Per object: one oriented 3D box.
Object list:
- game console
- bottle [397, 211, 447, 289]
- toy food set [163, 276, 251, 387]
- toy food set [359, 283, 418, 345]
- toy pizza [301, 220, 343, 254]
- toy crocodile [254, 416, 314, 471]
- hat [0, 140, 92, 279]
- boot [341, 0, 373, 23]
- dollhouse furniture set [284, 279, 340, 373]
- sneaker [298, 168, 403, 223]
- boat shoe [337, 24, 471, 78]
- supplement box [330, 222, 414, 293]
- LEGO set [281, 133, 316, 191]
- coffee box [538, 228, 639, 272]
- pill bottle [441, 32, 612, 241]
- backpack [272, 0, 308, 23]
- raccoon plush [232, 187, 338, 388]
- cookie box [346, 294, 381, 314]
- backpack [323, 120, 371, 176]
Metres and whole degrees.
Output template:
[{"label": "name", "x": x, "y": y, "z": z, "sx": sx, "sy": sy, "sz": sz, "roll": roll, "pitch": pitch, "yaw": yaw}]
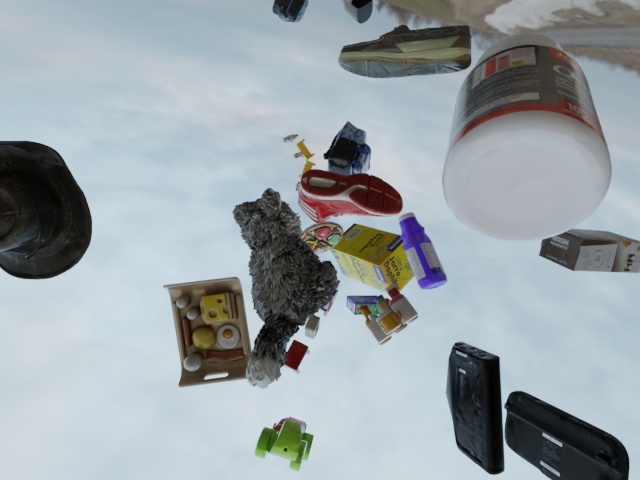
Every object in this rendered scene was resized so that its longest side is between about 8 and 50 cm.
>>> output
[{"label": "game console", "x": 0.329, "y": 0.317, "z": 0.690, "sx": 0.044, "sy": 0.212, "sz": 0.361, "roll": -5, "pitch": -177, "yaw": -17}, {"label": "bottle", "x": 0.358, "y": 0.035, "z": 1.483, "sx": 0.118, "sy": 0.092, "sz": 0.282, "roll": 6, "pitch": -121, "yaw": -50}, {"label": "toy food set", "x": -0.330, "y": 0.266, "z": 1.209, "sx": 0.220, "sy": 0.305, "sz": 0.092, "roll": -8, "pitch": -176, "yaw": -1}, {"label": "toy food set", "x": 0.149, "y": 0.162, "z": 0.944, "sx": 0.111, "sy": 0.232, "sz": 0.104, "roll": -33, "pitch": -110, "yaw": -4}, {"label": "toy pizza", "x": 0.000, "y": 0.000, "z": 1.623, "sx": 0.202, "sy": 0.201, "sz": 0.032, "roll": -3, "pitch": -130, "yaw": -28}, {"label": "toy crocodile", "x": -0.078, "y": 0.490, "z": 1.029, "sx": 0.115, "sy": 0.340, "sz": 0.105, "roll": 15, "pitch": -107, "yaw": 10}, {"label": "hat", "x": -0.644, "y": -0.048, "z": 0.822, "sx": 0.332, "sy": 0.331, "sz": 0.134, "roll": 19, "pitch": -163, "yaw": 6}, {"label": "boot", "x": 0.064, "y": -0.851, "z": 1.251, "sx": 0.096, "sy": 0.264, "sz": 0.280, "roll": -35, "pitch": -108, "yaw": -6}, {"label": "dollhouse furniture set", "x": -0.090, "y": 0.292, "z": 1.598, "sx": 0.202, "sy": 0.152, "sz": 0.374, "roll": 24, "pitch": -119, "yaw": 11}, {"label": "sneaker", "x": 0.057, "y": -0.084, "z": 0.893, "sx": 0.222, "sy": 0.128, "sz": 0.086, "roll": 16, "pitch": -114, "yaw": -6}, {"label": "boat shoe", "x": 0.142, "y": -0.327, "z": 0.703, "sx": 0.224, "sy": 0.073, "sz": 0.080, "roll": 7, "pitch": 180, "yaw": 18}, {"label": "supplement box", "x": 0.240, "y": 0.078, "z": 1.875, "sx": 0.195, "sy": 0.194, "sz": 0.357, "roll": -42, "pitch": -148, "yaw": -21}, {"label": "LEGO set", "x": -0.099, "y": -0.380, "z": 2.026, "sx": 0.132, "sy": 0.286, "sz": 0.107, "roll": -16, "pitch": -171, "yaw": -15}, {"label": "coffee box", "x": 0.816, "y": 0.028, "z": 1.237, "sx": 0.247, "sy": 0.098, "sz": 0.141, "roll": 3, "pitch": -164, "yaw": -17}, {"label": "pill bottle", "x": 0.322, "y": -0.188, "z": 0.670, "sx": 0.211, "sy": 0.210, "sz": 0.362, "roll": 19, "pitch": -132, "yaw": 5}, {"label": "backpack", "x": -0.104, "y": -0.794, "z": 1.395, "sx": 0.084, "sy": 0.104, "sz": 0.114, "roll": 14, "pitch": -161, "yaw": -46}, {"label": "raccoon plush", "x": -0.117, "y": 0.071, "z": 0.978, "sx": 0.216, "sy": 0.299, "sz": 0.446, "roll": -26, "pitch": -156, "yaw": 17}, {"label": "cookie box", "x": 0.148, "y": 0.209, "z": 1.332, "sx": 0.107, "sy": 0.040, "sz": 0.092, "roll": 2, "pitch": -171, "yaw": -14}, {"label": "backpack", "x": 0.088, "y": -0.244, "z": 1.181, "sx": 0.117, "sy": 0.158, "sz": 0.173, "roll": 17, "pitch": -116, "yaw": 12}]
